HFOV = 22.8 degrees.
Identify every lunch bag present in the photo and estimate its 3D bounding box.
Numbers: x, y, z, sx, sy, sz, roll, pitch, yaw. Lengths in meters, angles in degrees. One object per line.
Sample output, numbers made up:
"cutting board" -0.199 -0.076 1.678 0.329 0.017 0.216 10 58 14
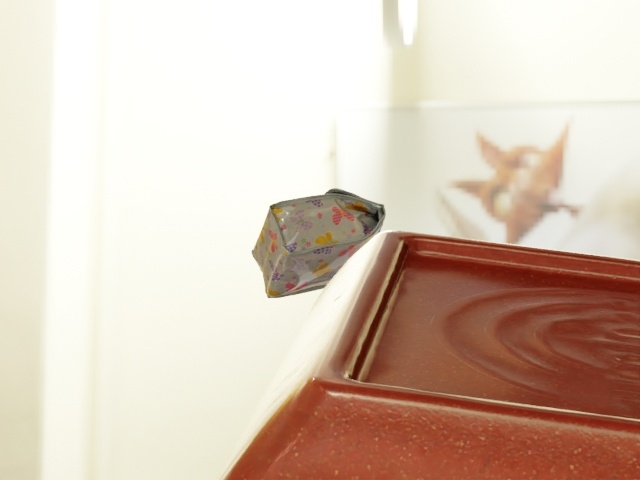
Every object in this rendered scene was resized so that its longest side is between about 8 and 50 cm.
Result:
"lunch bag" 0.000 0.000 1.121 0.071 0.083 0.053 113 142 -58

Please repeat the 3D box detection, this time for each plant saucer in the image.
"plant saucer" 0.108 0.052 0.563 0.258 0.259 0.047 -58 -25 -73
